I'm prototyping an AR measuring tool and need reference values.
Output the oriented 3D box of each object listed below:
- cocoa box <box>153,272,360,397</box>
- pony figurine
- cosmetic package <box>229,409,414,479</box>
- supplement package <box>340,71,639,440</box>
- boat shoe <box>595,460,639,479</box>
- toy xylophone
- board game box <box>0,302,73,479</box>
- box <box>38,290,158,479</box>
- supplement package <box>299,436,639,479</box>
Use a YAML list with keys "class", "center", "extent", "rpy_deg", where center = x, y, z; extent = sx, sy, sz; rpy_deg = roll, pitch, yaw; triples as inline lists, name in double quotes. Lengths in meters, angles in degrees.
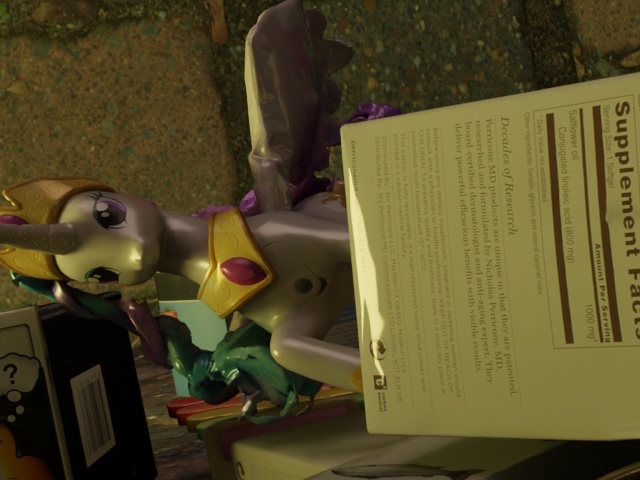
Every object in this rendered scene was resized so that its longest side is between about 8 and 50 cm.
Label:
- class: "cocoa box"
  center: [-0.035, 0.065, 1.640]
  extent: [0.231, 0.228, 0.347]
  rpy_deg: [-11, 2, -25]
- class: "pony figurine"
  center: [0.000, 0.000, 0.899]
  extent: [0.363, 0.303, 0.351]
  rpy_deg: [11, 12, 20]
- class: "cosmetic package"
  center: [0.045, 0.151, 0.790]
  extent: [0.117, 0.085, 0.231]
  rpy_deg: [-11, 3, -24]
- class: "supplement package"
  center: [0.146, 0.004, 0.537]
  extent: [0.244, 0.134, 0.139]
  rpy_deg: [-6, -1, 42]
- class: "boat shoe"
  center: [0.180, 0.120, 0.435]
  extent: [0.302, 0.113, 0.103]
  rpy_deg: [-12, -1, 9]
- class: "toy xylophone"
  center: [0.002, 0.149, 1.126]
  extent: [0.236, 0.081, 0.322]
  rpy_deg: [-11, 2, -10]
- class: "board game box"
  center: [-0.305, 0.162, 0.830]
  extent: [0.305, 0.193, 0.053]
  rpy_deg: [-12, 1, -10]
- class: "box"
  center: [-0.323, 0.165, 1.073]
  extent: [0.312, 0.179, 0.343]
  rpy_deg: [-11, 1, 5]
- class: "supplement package"
  center: [0.053, 0.144, 0.582]
  extent: [0.179, 0.105, 0.105]
  rpy_deg: [-13, 3, -42]
